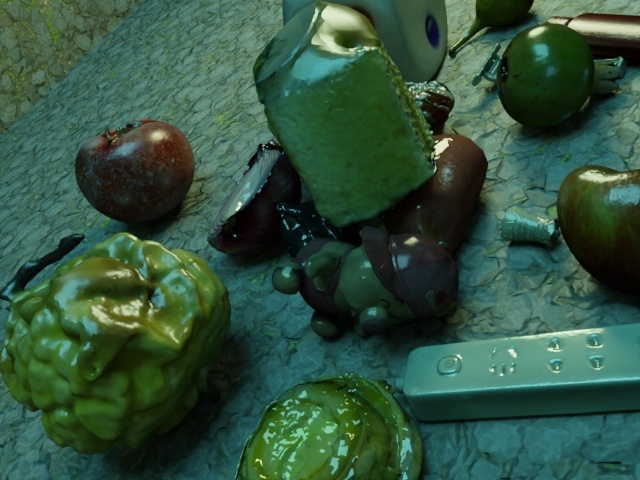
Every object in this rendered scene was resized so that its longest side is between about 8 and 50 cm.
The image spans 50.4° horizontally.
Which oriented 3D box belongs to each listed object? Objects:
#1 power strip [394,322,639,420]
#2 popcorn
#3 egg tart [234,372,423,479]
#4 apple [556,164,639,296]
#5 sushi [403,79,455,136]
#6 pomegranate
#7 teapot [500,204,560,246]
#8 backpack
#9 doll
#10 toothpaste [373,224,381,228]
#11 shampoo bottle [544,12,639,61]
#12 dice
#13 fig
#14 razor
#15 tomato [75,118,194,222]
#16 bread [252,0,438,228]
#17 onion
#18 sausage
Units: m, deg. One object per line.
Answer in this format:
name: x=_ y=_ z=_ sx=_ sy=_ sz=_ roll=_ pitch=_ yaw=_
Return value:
power strip: x=0.271 y=0.163 z=0.840 sx=0.386 sy=0.062 sz=0.091 roll=-10 pitch=38 yaw=25
popcorn: x=-0.326 y=0.140 z=1.049 sx=0.382 sy=0.349 sz=0.349 roll=29 pitch=60 yaw=9
egg tart: x=-0.005 y=0.279 z=0.873 sx=0.279 sy=0.095 sz=0.278 roll=-19 pitch=39 yaw=16
apple: x=0.400 y=-0.020 z=0.870 sx=0.195 sy=0.173 sz=0.160 roll=6 pitch=47 yaw=45
sushi: x=0.143 y=-0.265 z=1.388 sx=0.332 sy=0.124 sz=0.130 roll=11 pitch=43 yaw=41
pomegranate: x=0.415 y=-0.287 z=1.186 sx=0.211 sy=0.179 sz=0.179 roll=-1 pitch=44 yaw=18
teapot: x=0.324 y=-0.019 z=1.030 sx=0.083 sy=0.057 sz=0.067 roll=20 pitch=30 yaw=41
backpack: x=-0.003 y=0.002 z=1.192 sx=0.120 sy=0.105 sz=0.165 roll=-13 pitch=52 yaw=-11
doll: x=0.070 y=0.063 z=0.997 sx=0.256 sy=0.196 sz=0.152 roll=-7 pitch=78 yaw=33
toothpaste: x=0.091 y=0.009 z=1.193 sx=0.024 sy=0.015 sz=0.083 roll=-12 pitch=44 yaw=37
shampoo bottle: x=0.547 y=-0.391 z=1.298 sx=0.102 sy=0.064 sz=0.260 roll=-43 pitch=37 yaw=-14
dice: x=0.108 y=-0.498 z=1.533 sx=0.277 sy=0.304 sz=0.304 roll=-5 pitch=43 yaw=30
fig: x=0.380 y=-0.507 z=1.546 sx=0.236 sy=0.124 sz=0.124 roll=-49 pitch=33 yaw=15
razor: x=0.443 y=-0.329 z=1.319 sx=0.278 sy=0.056 sz=0.111 roll=13 pitch=55 yaw=35
tomato: x=-0.425 y=-0.157 z=1.577 sx=0.271 sy=0.227 sz=0.270 roll=-11 pitch=24 yaw=5
bread: x=0.021 y=-0.227 z=1.117 sx=0.239 sy=0.264 sz=0.395 roll=-32 pitch=28 yaw=8
onion: x=-0.104 y=-0.091 z=1.341 sx=0.227 sy=0.120 sz=0.283 roll=-34 pitch=28 yaw=41
sausage: x=0.190 y=-0.079 z=1.115 sx=0.148 sy=0.148 sz=0.254 roll=2 pitch=41 yaw=37
